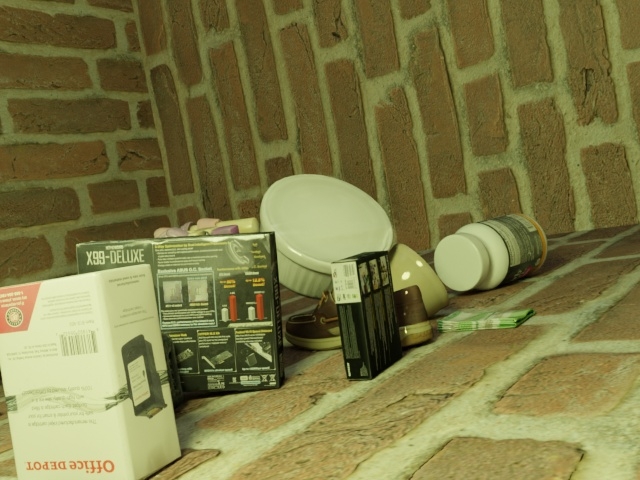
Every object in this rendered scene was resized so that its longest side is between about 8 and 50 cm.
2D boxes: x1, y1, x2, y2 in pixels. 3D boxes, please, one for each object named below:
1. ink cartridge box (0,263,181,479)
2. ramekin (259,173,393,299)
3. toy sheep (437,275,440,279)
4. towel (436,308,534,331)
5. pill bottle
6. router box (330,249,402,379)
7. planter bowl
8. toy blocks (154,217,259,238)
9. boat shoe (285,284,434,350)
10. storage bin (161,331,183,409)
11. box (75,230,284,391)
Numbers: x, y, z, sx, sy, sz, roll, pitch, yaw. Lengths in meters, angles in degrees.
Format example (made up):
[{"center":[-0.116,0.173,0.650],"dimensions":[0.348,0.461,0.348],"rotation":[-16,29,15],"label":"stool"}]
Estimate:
[{"center":[-0.276,0.159,0.911],"dimensions":[0.172,0.237,0.100],"rotation":[-9,0,26],"label":"ink cartridge box"},{"center":[0.000,0.000,1.550],"dimensions":[0.273,0.273,0.127],"rotation":[-12,-41,-33],"label":"ramekin"},{"center":[0.224,0.100,1.824],"dimensions":[0.132,0.091,0.091],"rotation":[-10,3,-2],"label":"toy sheep"},{"center":[0.298,0.140,1.408],"dimensions":[0.152,0.023,0.113],"rotation":[-8,4,32],"label":"towel"},{"center":[0.404,0.030,1.847],"dimensions":[0.278,0.162,0.162],"rotation":[-13,4,-44],"label":"pill bottle"},{"center":[0.073,0.111,1.195],"dimensions":[0.046,0.178,0.133],"rotation":[-6,3,27],"label":"router box"},{"center":[0.163,0.102,1.558],"dimensions":[0.109,0.162,0.162],"rotation":[-39,9,-12],"label":"planter bowl"},{"center":[-0.271,0.108,1.500],"dimensions":[0.260,0.288,0.309],"rotation":[-6,7,17],"label":"toy blocks"},{"center":[0.057,0.130,1.429],"dimensions":[0.123,0.123,0.342],"rotation":[-12,3,-40],"label":"boat shoe"},{"center":[-0.308,0.210,1.146],"dimensions":[0.180,0.122,0.084],"rotation":[-9,3,14],"label":"storage bin"},{"center":[-0.218,0.114,1.222],"dimensions":[0.308,0.242,0.076],"rotation":[-4,4,4],"label":"box"}]
